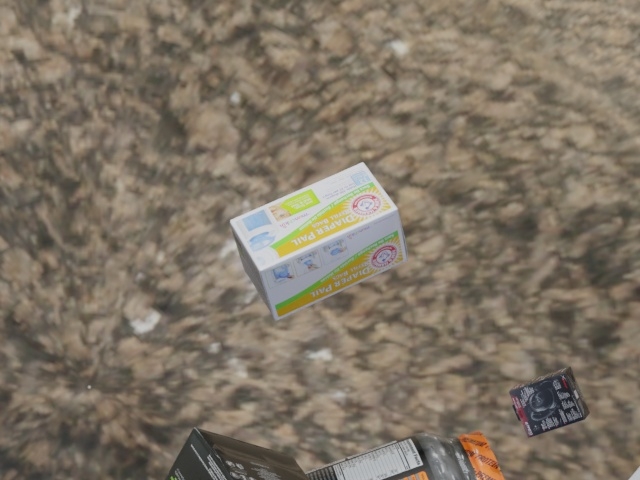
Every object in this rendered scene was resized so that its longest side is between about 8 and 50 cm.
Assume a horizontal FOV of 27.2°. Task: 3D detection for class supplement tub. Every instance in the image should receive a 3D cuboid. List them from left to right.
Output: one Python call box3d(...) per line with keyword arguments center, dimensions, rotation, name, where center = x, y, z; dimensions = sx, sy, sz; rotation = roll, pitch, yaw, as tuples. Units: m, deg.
box3d(center=(0.071, 0.372, 1.682), dimensions=(0.338, 0.207, 0.207), rotation=(-18, 87, -3), name="supplement tub")

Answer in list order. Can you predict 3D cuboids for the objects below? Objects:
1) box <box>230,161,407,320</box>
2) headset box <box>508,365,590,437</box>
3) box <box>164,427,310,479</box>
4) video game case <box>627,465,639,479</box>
box3d(center=(0.000, 0.000, 1.765), dimensions=(0.203, 0.103, 0.114), rotation=(-25, 46, -10), name="box")
box3d(center=(0.269, 0.194, 1.579), dimensions=(0.083, 0.032, 0.062), rotation=(-24, 89, 26), name="headset box")
box3d(center=(-0.045, 0.141, 0.614), dimensions=(0.062, 0.052, 0.083), rotation=(23, 102, -34), name="box")
box3d(center=(0.396, 0.298, 1.523), dimensions=(0.026, 0.206, 0.227), rotation=(25, 41, 30), name="video game case")
